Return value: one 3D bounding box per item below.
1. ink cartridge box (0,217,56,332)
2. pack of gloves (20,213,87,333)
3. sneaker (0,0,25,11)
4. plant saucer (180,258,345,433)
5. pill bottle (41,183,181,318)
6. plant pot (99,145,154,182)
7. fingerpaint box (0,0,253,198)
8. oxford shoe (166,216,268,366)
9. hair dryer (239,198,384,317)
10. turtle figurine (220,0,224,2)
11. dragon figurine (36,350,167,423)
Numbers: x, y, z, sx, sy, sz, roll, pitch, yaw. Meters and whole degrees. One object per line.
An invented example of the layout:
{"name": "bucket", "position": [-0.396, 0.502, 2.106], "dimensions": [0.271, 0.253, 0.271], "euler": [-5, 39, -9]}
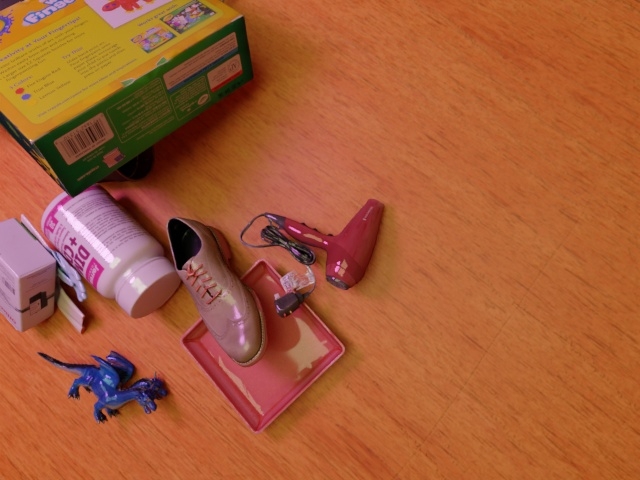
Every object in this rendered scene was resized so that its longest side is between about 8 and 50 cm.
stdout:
{"name": "ink cartridge box", "position": [-0.667, 0.079, 1.157], "dimensions": [0.153, 0.087, 0.208], "euler": [41, 133, 13]}
{"name": "pack of gloves", "position": [-0.584, 0.072, 1.181], "dimensions": [0.232, 0.046, 0.195], "euler": [44, 135, 12]}
{"name": "sneaker", "position": [-0.698, -0.497, 1.197], "dimensions": [0.130, 0.109, 0.286], "euler": [30, 68, -2]}
{"name": "plant saucer", "position": [-0.120, 0.215, 1.089], "dimensions": [0.259, 0.048, 0.258], "euler": [-45, 77, 5]}
{"name": "pill bottle", "position": [-0.441, 0.023, 1.121], "dimensions": [0.283, 0.160, 0.160], "euler": [41, 95, 13]}
{"name": "plant pot", "position": [-0.486, -0.196, 1.158], "dimensions": [0.165, 0.167, 0.167], "euler": [-9, 83, 19]}
{"name": "fingerpaint box", "position": [-0.423, -0.349, 1.031], "dimensions": [0.371, 0.163, 0.445], "euler": [38, 66, 23]}
{"name": "oxford shoe", "position": [-0.220, 0.095, 1.031], "dimensions": [0.123, 0.130, 0.348], "euler": [-41, 58, 8]}
{"name": "hair dryer", "position": [0.000, 0.000, 1.043], "dimensions": [0.293, 0.080, 0.223], "euler": [-24, 76, -5]}
{"name": "turtle figurine", "position": [-0.240, -0.653, 1.164], "dimensions": [0.266, 0.274, 0.198], "euler": [-34, 55, -12]}
{"name": "dragon figurine", "position": [-0.467, 0.293, 1.144], "dimensions": [0.289, 0.085, 0.144], "euler": [38, 94, 13]}
